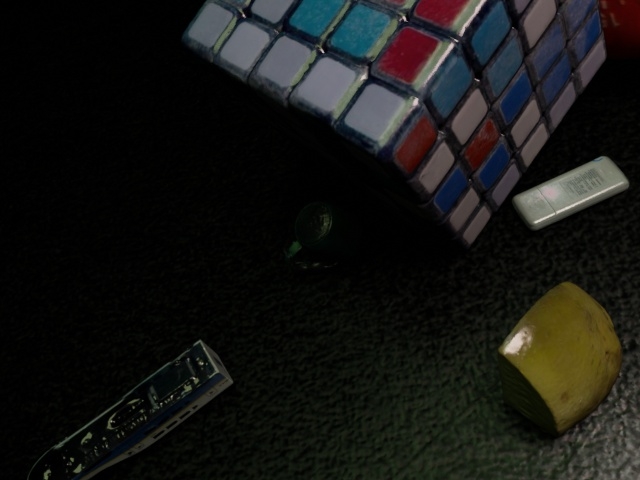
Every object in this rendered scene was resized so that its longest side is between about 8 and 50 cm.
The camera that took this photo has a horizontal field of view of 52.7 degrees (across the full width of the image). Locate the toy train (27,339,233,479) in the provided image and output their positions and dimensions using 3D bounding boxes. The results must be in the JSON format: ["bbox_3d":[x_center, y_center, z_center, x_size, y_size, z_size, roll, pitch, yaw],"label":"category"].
[{"bbox_3d":[-0.207,0.201,0.701,0.234,0.051,0.052,-37,55,-4],"label":"toy train"}]

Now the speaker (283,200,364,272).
[{"bbox_3d":[0.002,0.004,0.751,0.060,0.075,0.094,35,98,40],"label":"speaker"}]

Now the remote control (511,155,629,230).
[{"bbox_3d":[0.283,-0.054,0.736,0.125,0.018,0.053,-25,56,0],"label":"remote control"}]

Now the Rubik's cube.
[{"bbox_3d":[0.089,-0.204,0.689,0.292,0.293,0.286,36,91,30],"label":"Rubik's cube"}]

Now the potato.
[{"bbox_3d":[0.234,0.095,0.592,0.081,0.120,0.149,31,72,32],"label":"potato"}]

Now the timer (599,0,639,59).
[{"bbox_3d":[0.400,-0.402,0.745,0.378,0.279,0.377,-18,46,19],"label":"timer"}]
